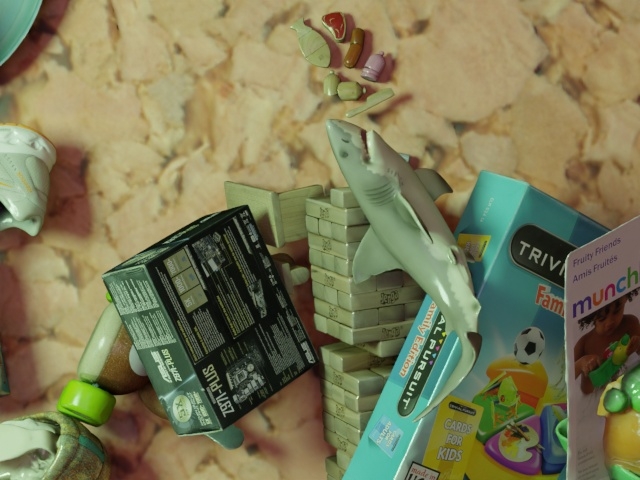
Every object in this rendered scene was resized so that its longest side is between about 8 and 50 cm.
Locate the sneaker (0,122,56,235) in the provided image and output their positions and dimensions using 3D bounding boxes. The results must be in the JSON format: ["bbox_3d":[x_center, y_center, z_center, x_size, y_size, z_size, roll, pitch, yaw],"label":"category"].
[{"bbox_3d":[-0.405,-0.045,1.682,0.263,0.099,0.121,-7,58,3],"label":"sneaker"}]

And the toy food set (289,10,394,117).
[{"bbox_3d":[0.027,-0.191,1.731,0.078,0.019,0.122,-27,78,1],"label":"toy food set"}]

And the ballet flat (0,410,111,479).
[{"bbox_3d":[-0.390,0.246,1.660,0.349,0.123,0.123,-14,86,6],"label":"ballet flat"}]

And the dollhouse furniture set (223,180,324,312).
[{"bbox_3d":[0.000,0.000,1.709,0.151,0.123,0.144,-13,102,-24],"label":"dollhouse furniture set"}]

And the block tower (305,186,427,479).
[{"bbox_3d":[0.052,0.107,1.627,0.091,0.097,0.335,-8,102,-25],"label":"block tower"}]

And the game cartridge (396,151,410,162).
[{"bbox_3d":[0.059,-0.055,1.721,0.056,0.017,0.083,12,87,7],"label":"game cartridge"}]

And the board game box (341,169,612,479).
[{"bbox_3d":[0.198,0.136,1.602,0.254,0.079,0.336,25,88,-34],"label":"board game box"}]

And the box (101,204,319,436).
[{"bbox_3d":[-0.105,0.078,1.602,0.147,0.078,0.180,-33,103,-40],"label":"box"}]

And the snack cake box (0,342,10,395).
[{"bbox_3d":[-0.472,0.113,1.699,0.264,0.089,0.152,-11,84,2],"label":"snack cake box"}]

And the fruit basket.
[{"bbox_3d":[0.355,0.111,1.525,0.327,0.165,0.353,-24,129,-30],"label":"fruit basket"}]

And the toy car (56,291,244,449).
[{"bbox_3d":[-0.150,0.136,1.665,0.188,0.149,0.155,24,77,-7],"label":"toy car"}]

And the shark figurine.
[{"bbox_3d":[0.080,0.030,1.509,0.116,0.166,0.278,-33,71,22],"label":"shark figurine"}]

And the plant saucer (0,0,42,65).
[{"bbox_3d":[-0.443,-0.298,1.747,0.318,0.044,0.317,0,86,2],"label":"plant saucer"}]
